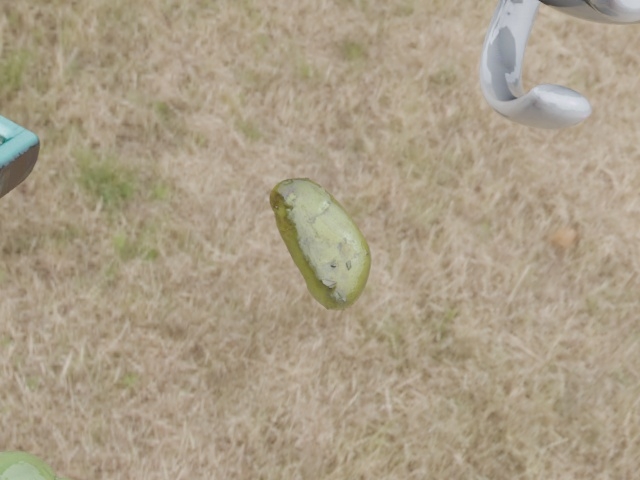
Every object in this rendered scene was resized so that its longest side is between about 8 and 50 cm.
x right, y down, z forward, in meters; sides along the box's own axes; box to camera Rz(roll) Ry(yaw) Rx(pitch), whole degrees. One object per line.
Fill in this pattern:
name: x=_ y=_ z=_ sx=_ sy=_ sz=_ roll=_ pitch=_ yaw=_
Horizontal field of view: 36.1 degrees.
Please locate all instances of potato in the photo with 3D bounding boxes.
potato: x=0.000 y=0.000 z=1.292 sx=0.105 sy=0.085 sz=0.188 roll=-37 pitch=96 yaw=-32

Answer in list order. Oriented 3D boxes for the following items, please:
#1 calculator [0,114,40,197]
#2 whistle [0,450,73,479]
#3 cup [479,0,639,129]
calculator: x=-0.423 y=-0.095 z=0.899 sx=0.248 sy=0.058 sz=0.274 roll=28 pitch=29 yaw=3
whistle: x=-0.303 y=0.232 z=0.813 sx=0.227 sy=0.105 sz=0.085 roll=-9 pitch=93 yaw=-54
cup: x=0.109 y=-0.143 z=0.401 sx=0.134 sy=0.173 sz=0.142 roll=44 pitch=18 yaw=-22
